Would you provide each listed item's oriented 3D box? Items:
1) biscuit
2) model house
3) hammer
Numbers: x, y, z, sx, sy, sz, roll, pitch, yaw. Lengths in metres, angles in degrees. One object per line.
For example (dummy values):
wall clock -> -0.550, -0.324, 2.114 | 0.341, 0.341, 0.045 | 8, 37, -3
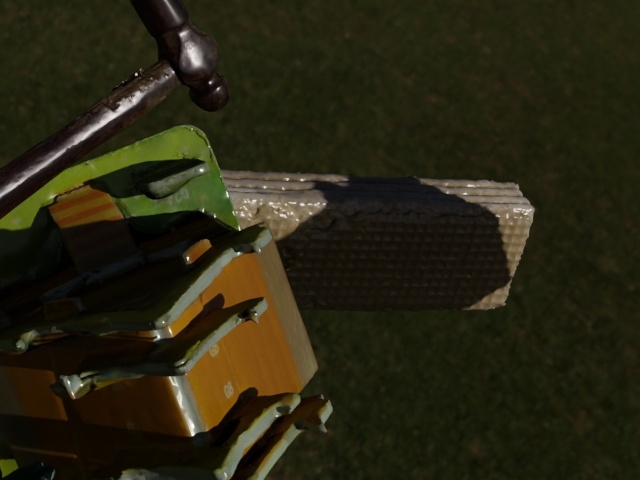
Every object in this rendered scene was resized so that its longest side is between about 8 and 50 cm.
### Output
biscuit -> 0.000, 0.000, 1.316 | 0.426, 0.144, 0.078 | 0, 34, -20
model house -> -0.178, 0.086, 0.916 | 0.357, 0.242, 0.313 | -20, 11, -13
hammer -> -0.111, -0.038, 0.541 | 0.178, 0.065, 0.021 | -41, 30, -26
